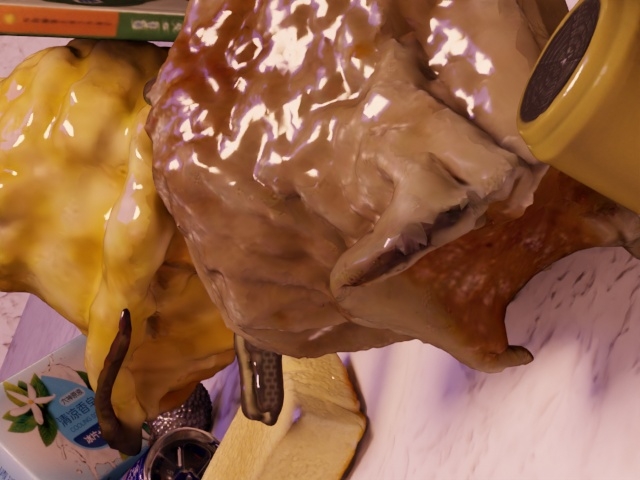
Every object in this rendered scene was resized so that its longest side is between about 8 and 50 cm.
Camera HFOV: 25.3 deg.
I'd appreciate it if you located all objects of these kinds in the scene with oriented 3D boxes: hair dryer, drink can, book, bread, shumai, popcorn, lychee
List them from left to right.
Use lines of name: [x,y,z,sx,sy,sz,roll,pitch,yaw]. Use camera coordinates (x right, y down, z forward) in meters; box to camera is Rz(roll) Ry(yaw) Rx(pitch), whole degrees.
popcorn: [-0.163,-0.002,1.292,0.349,0.349,0.382,145,132,-61]
drink can: [-0.163,0.265,1.359,0.235,0.097,0.097,131,154,-51]
lychee: [-0.144,0.178,1.444,0.083,0.068,0.067,-52,-24,1]
book: [-0.098,-0.196,1.238,0.260,0.371,0.043,-136,48,-71]
bread: [-0.036,0.178,1.117,0.188,0.068,0.125,-63,19,23]
shumai: [0.048,-0.069,0.781,0.262,0.267,0.314,-154,70,-75]
hair dryer: [0.172,-0.097,0.721,0.090,0.135,0.279,-58,10,30]

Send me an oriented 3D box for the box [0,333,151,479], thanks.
box: [-0.254,0.192,1.461,0.232,0.142,0.083,-33,-19,-52]

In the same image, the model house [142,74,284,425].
model house: [0.000,0.000,1.079,0.205,0.218,0.279,-18,73,51]
